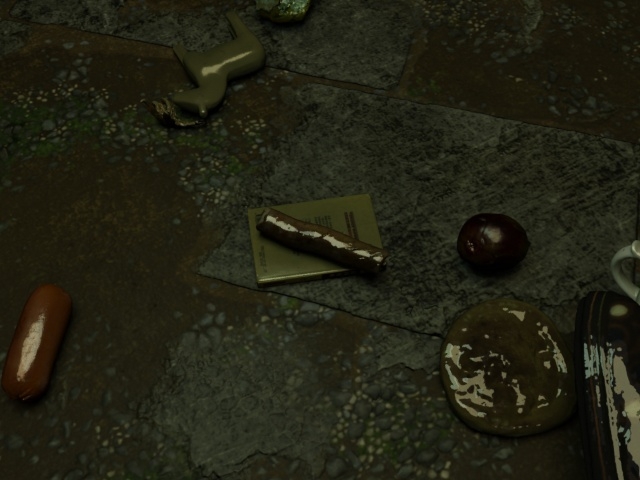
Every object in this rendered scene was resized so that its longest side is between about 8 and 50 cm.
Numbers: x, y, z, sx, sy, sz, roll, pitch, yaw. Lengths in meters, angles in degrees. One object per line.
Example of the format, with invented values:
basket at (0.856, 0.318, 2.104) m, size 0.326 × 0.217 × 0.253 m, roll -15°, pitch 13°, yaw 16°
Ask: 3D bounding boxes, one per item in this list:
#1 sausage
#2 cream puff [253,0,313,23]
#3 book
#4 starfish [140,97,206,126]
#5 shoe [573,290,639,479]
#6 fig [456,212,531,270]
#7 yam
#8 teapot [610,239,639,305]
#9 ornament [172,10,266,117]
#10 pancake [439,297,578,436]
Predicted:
sausage at (-0.457, 0.164, 1.191) m, size 0.076 × 0.076 × 0.198 m, roll 5°, pitch 58°, yaw 4°
cream puff at (-0.074, -0.555, 1.650) m, size 0.156 × 0.156 × 0.121 m, roll -46°, pitch 24°, yaw -25°
book at (-0.009, -0.003, 1.326) m, size 0.230 × 0.026 × 0.161 m, roll -7°, pitch 57°, yaw -4°
starfish at (-0.295, -0.245, 1.478) m, size 0.130 × 0.041 × 0.133 m, roll 23°, pitch 17°, yaw -6°
shoe at (0.491, 0.241, 1.039) m, size 0.237 × 0.171 × 0.384 m, roll -9°, pitch 57°, yaw 22°
fig at (0.311, 0.002, 1.283) m, size 0.154 × 0.103 × 0.109 m, roll -4°, pitch 32°, yaw -45°
yam at (0.000, 0.000, 1.276) m, size 0.241 × 0.057 × 0.057 m, roll 20°, pitch 59°, yaw 13°
teapot at (0.594, 0.114, 1.169) m, size 0.299 × 0.166 × 0.208 m, roll 35°, pitch 73°, yaw 11°
ornament at (-0.222, -0.364, 1.547) m, size 0.230 × 0.061 × 0.245 m, roll -25°, pitch 56°, yaw -15°
pancake at (0.305, 0.200, 1.173) m, size 0.241 × 0.050 × 0.242 m, roll 0°, pitch 60°, yaw 0°
